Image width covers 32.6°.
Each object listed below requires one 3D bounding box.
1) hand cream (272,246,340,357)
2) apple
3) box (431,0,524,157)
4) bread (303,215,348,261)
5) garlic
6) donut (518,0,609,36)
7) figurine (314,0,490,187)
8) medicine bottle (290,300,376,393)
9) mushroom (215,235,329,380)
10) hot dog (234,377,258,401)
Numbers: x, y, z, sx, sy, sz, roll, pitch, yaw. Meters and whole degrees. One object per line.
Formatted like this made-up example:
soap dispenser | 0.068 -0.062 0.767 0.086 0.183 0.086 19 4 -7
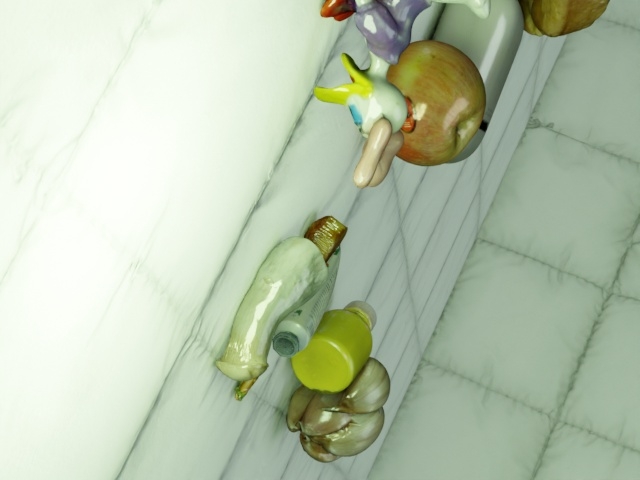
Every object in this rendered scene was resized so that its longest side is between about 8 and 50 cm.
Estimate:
hand cream | -0.014 0.105 1.840 0.276 0.059 0.095 -55 161 -57
apple | 0.174 -0.224 1.793 0.209 0.164 0.209 -46 157 -26
box | 0.272 -0.313 2.058 0.289 0.141 0.349 -10 122 -76
bread | 0.000 0.000 1.713 0.085 0.053 0.085 -56 173 -10
garlic | 0.048 0.327 2.065 0.160 0.214 0.191 57 34 -20
donut | 0.450 -0.547 2.089 0.299 0.150 0.317 -100 -177 -66
figurine | 0.102 -0.276 1.366 0.421 0.193 0.154 -64 170 9
medicine bottle | 0.038 0.183 2.004 0.212 0.122 0.122 -44 153 -59
mushroom | -0.072 0.097 1.543 0.223 0.081 0.092 -59 145 -21
hot dog | -0.113 0.219 1.703 0.037 0.021 0.083 -51 180 31
